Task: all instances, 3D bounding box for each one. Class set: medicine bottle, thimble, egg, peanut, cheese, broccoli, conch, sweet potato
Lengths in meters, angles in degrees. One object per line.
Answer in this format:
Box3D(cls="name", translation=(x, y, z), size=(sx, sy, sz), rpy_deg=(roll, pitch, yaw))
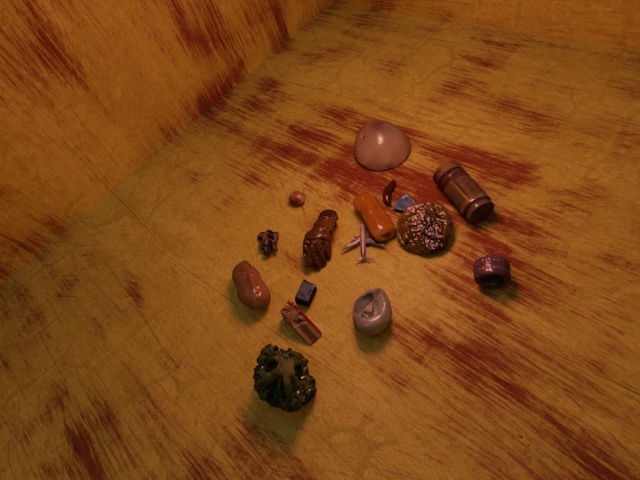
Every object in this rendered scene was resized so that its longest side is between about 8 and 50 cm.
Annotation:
Box3D(cls="medicine bottle", translation=(0.703, -0.241, 2.006), size=(0.151, 0.151, 0.323), rpy_deg=(-25, 52, 0))
Box3D(cls="thimble", translation=(0.735, 0.135, 1.738), size=(0.150, 0.150, 0.098), rpy_deg=(-2, 54, 17))
Box3D(cls="egg", translation=(0.342, -0.572, 2.331), size=(0.336, 0.201, 0.337), rpy_deg=(-9, 55, 14))
Box3D(cls="peanut", translation=(-0.357, 0.225, 2.036), size=(0.152, 0.152, 0.313), rpy_deg=(-32, 53, -5))
Box3D(cls="egg", translation=(-0.137, -0.241, 2.329), size=(0.096, 0.080, 0.080), rpy_deg=(-13, 52, 26))
Box3D(cls="cheese", translation=(0.494, -0.155, 2.078), size=(0.135, 0.052, 0.244), rpy_deg=(-44, 54, -16))
Box3D(cls="broccoli", translation=(-0.151, 0.558, 1.679), size=(0.265, 0.245, 0.295), rpy_deg=(-30, 75, -27))
Box3D(cls="conch", translation=(0.226, 0.317, 1.790), size=(0.184, 0.121, 0.221), rpy_deg=(14, 58, 24))
Box3D(cls="sweet potato", translation=(0.369, -0.267, 2.200), size=(0.054, 0.053, 0.182), rpy_deg=(-27, 35, 51))

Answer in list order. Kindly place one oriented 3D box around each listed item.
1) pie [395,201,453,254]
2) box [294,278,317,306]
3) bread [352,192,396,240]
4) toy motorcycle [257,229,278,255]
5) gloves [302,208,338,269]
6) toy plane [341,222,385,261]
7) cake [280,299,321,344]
Box3D(cls="pie", translation=(0.502, -0.063, 1.963), size=(0.276, 0.078, 0.277), rpy_deg=(-4, 75, 14))
Box3D(cls="box", translation=(-0.068, 0.256, 1.957), size=(0.069, 0.084, 0.122), rpy_deg=(16, 63, 19))
Box3D(cls="bread", translation=(0.280, -0.130, 2.089), size=(0.141, 0.091, 0.305), rpy_deg=(-12, 50, -18))
Box3D(cls="toy motorcycle", translation=(-0.277, 0.001, 2.216), size=(0.124, 0.061, 0.193), rpy_deg=(-32, 44, 3))
Box3D(cls="gloves", translation=(-0.004, -0.011, 2.084), size=(0.154, 0.141, 0.331), rpy_deg=(9, 60, 22))
Box3D(cls="toy plane", translation=(0.214, 0.009, 2.050), size=(0.225, 0.058, 0.226), rpy_deg=(-5, 51, 12))
Box3D(cls="cake", translation=(-0.100, 0.384, 1.903), size=(0.220, 0.117, 0.086), rpy_deg=(45, 79, 3))
